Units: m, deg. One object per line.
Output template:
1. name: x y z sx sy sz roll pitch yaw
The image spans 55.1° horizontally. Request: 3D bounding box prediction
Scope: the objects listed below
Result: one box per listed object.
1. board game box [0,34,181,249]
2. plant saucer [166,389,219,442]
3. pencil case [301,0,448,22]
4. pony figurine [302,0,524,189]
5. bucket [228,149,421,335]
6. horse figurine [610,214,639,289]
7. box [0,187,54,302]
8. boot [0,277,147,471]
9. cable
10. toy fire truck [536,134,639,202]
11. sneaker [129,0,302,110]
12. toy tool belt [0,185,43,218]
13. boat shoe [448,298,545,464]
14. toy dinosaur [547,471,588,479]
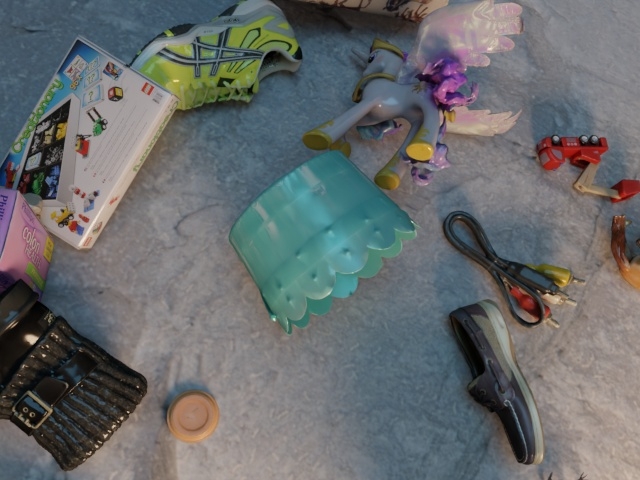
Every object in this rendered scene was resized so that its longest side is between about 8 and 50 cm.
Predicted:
1. board game box: -0.399 -0.163 1.035 0.193 0.053 0.305 33 92 3
2. plant saucer: -0.205 0.282 0.988 0.084 0.013 0.083 3 69 -9
3. pencil case: 0.053 -0.549 1.223 0.410 0.160 0.183 2 46 -21
4. pony figurine: 0.178 -0.261 1.122 0.351 0.302 0.363 9 51 20
5. bucket: 0.000 0.000 0.995 0.281 0.281 0.183 -34 79 -19
6. horse figurine: 0.665 0.053 1.196 0.263 0.066 0.174 26 62 -2
7. box: -0.561 0.004 0.921 0.243 0.213 0.117 6 69 -8
8. boot: -0.459 0.248 0.897 0.348 0.131 0.260 -37 112 9
9. cable: 0.344 0.062 1.158 0.287 0.072 0.139 31 85 15
10. toy fire truck: 0.547 -0.147 1.258 0.192 0.047 0.135 -1 72 -10
11. sneaker: -0.199 -0.320 1.142 0.385 0.145 0.147 -36 79 -18
12. toy tool belt: -0.494 -0.050 0.988 0.083 0.051 0.052 14 33 -18
13. boat shoe: 0.294 0.242 1.047 0.092 0.103 0.285 -10 68 -8
14. toy dinosaur: 0.414 0.424 1.016 0.082 0.047 0.090 28 33 29
